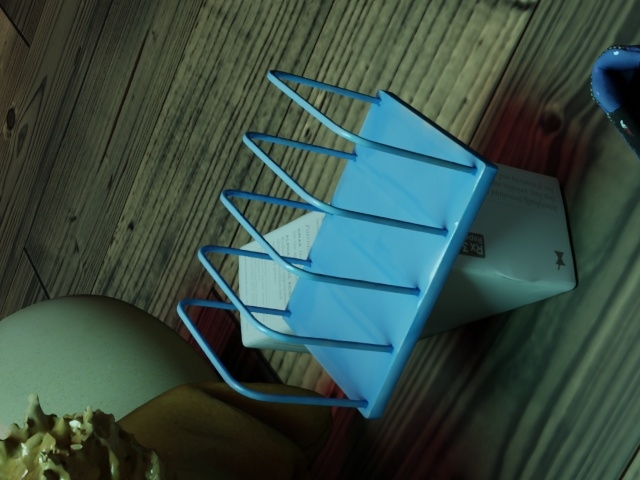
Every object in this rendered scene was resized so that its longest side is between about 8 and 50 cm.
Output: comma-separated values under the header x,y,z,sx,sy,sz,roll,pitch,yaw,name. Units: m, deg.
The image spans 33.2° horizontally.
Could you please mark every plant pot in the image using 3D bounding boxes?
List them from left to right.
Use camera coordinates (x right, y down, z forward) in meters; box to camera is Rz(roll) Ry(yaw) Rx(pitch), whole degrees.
x,y,z,sx,sy,sz,roll,pitch,yaw,name
-0.161,0.202,0.880,0.191,0.284,0.284,14,92,44,plant pot

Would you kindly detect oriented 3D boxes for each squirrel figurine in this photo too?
x,y,z,sx,sy,sz,roll,pitch,yaw,name
-0.058,0.239,0.601,0.370,0.397,0.281,17,88,55,squirrel figurine

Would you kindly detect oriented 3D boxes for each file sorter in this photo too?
x,y,z,sx,sy,sz,roll,pitch,yaw,name
0.000,0.000,0.637,0.118,0.104,0.170,45,119,50,file sorter

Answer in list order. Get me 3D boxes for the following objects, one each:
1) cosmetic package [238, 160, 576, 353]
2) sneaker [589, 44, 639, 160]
x,y,z,sx,sy,sz,roll,pitch,yaw,name
0.050,0.018,0.752,0.231,0.117,0.086,-26,61,47,cosmetic package
0.215,-0.038,0.559,0.221,0.087,0.083,50,122,49,sneaker
